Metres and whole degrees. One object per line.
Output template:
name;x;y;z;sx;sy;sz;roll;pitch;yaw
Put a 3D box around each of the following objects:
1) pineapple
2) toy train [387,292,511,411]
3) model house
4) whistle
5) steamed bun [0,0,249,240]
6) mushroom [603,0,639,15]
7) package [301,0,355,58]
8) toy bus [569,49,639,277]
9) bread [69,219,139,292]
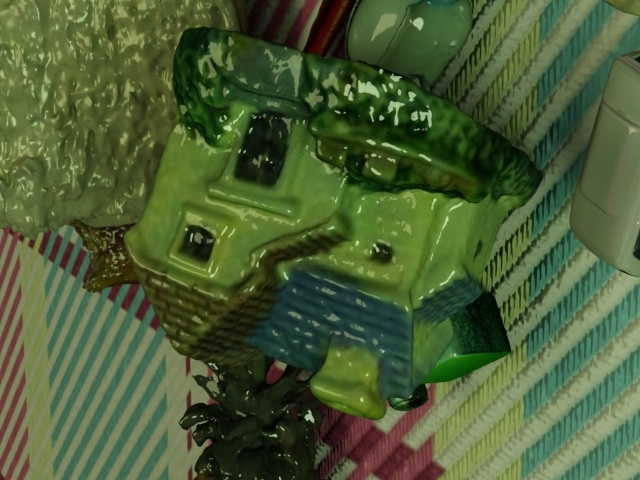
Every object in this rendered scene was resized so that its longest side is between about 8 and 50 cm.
pineapple;-0.056;0.198;1.156;0.169;0.169;0.340;10;95;60
toy train;0.047;-0.008;0.974;0.119;0.085;0.251;-32;66;44
model house;0.000;0.000;0.841;0.214;0.195;0.189;18;87;19
whistle;0.078;-0.186;0.883;0.114;0.077;0.235;60;138;43
steamed bun;-0.168;-0.150;1.197;0.273;0.272;0.290;-60;-20;-62
mushroom;0.168;-0.159;0.728;0.083;0.067;0.083;43;139;53
package;0.017;-0.188;1.008;0.200;0.022;0.083;123;166;-50
toy bus;0.176;-0.039;0.732;0.060;0.075;0.123;47;135;47
bread;-0.263;-0.130;1.397;0.109;0.185;0.380;150;109;-66
